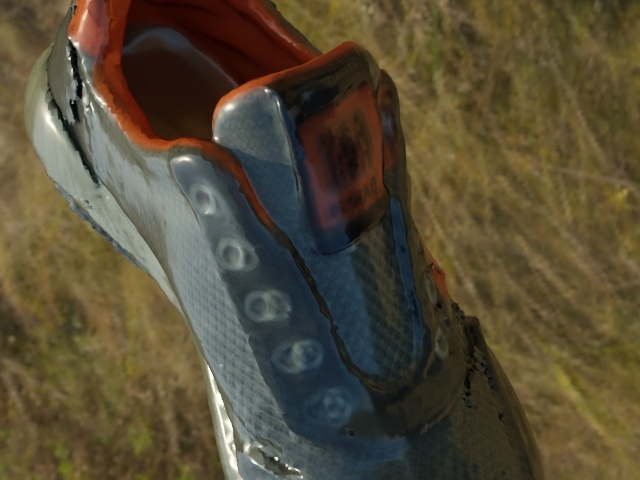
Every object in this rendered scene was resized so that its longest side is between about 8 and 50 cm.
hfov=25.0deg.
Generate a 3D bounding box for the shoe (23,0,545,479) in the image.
[{"bbox_3d":[0.000,0.000,0.568,0.336,0.132,0.171,55,154,18],"label":"shoe"}]
